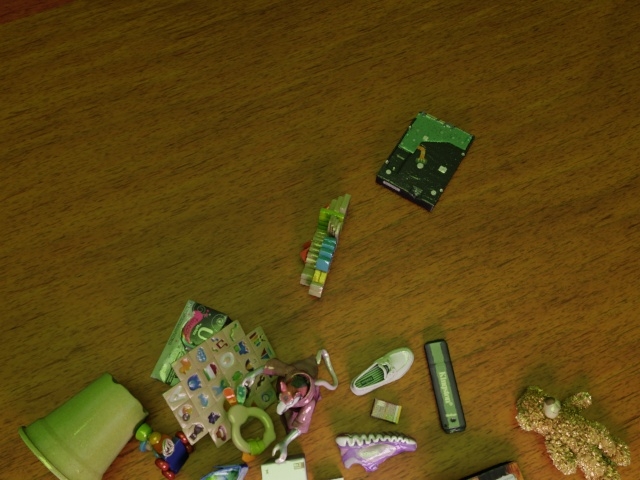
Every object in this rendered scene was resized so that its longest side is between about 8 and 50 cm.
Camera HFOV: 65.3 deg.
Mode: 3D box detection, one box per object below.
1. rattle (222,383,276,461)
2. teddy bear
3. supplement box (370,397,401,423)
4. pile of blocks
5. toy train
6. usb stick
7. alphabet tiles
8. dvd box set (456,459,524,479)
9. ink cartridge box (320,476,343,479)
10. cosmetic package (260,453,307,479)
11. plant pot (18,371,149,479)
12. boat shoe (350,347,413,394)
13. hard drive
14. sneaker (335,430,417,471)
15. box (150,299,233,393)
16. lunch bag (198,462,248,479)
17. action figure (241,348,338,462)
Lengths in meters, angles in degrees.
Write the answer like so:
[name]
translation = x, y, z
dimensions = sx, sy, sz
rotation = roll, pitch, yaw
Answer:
[rattle]
translation = -0.226, 0.527, 1.450
dimensions = 0.130, 0.143, 0.200
rotation = -38, 77, -22
[teddy bear]
translation = 0.742, 0.562, 1.453
dimensions = 0.245, 0.113, 0.338
rotation = -31, 71, -14
[supplement box]
translation = 0.197, 0.516, 1.508
dimensions = 0.083, 0.043, 0.055
rotation = 16, 69, 6
[pile of blocks]
translation = 0.000, 0.000, 1.662
dimensions = 0.112, 0.149, 0.362
rotation = 15, 69, 6
[toy train]
translation = -0.453, 0.557, 1.388
dimensions = 0.143, 0.248, 0.105
rotation = 24, 53, 17
[usb stick]
translation = 0.382, 0.443, 1.536
dimensions = 0.077, 0.045, 0.278
rotation = -7, 68, -4
[alphabet tiles]
translation = -0.272, 0.413, 1.456
dimensions = 0.342, 0.011, 0.285
rotation = -33, 104, -32
[dvd box set]
translation = 0.475, 0.832, 1.299
dimensions = 0.307, 0.062, 0.421
rotation = -1, 64, -31
[ink cartridge box]
translation = 0.026, 0.700, 1.431
dimensions = 0.083, 0.048, 0.028
rotation = -8, 68, -2
[cosmetic package]
translation = -0.093, 0.635, 1.358
dimensions = 0.117, 0.231, 0.086
rotation = -8, 71, -3
[plant pot]
translation = -0.640, 0.527, 1.410
dimensions = 0.276, 0.276, 0.254
rotation = 37, 61, 14
[boat shoe]
translation = 0.197, 0.405, 1.536
dimensions = 0.226, 0.076, 0.083
rotation = -33, 72, -12
[hard drive]
translation = 0.384, -0.297, 1.827
dimensions = 0.236, 0.064, 0.339
rotation = 29, 72, 11
[sneaker]
translation = 0.162, 0.614, 1.449
dimensions = 0.236, 0.095, 0.105
rotation = -4, 74, 4
[box]
translation = -0.376, 0.333, 1.519
dimensions = 0.142, 0.163, 0.247
rotation = 19, 69, 10
[lunch bag]
translation = -0.276, 0.678, 1.399
dimensions = 0.151, 0.129, 0.096
rotation = -33, 72, -11
[action figure]
translation = -0.050, 0.429, 1.369
dimensions = 0.275, 0.370, 0.248
rotation = -23, 71, -12
